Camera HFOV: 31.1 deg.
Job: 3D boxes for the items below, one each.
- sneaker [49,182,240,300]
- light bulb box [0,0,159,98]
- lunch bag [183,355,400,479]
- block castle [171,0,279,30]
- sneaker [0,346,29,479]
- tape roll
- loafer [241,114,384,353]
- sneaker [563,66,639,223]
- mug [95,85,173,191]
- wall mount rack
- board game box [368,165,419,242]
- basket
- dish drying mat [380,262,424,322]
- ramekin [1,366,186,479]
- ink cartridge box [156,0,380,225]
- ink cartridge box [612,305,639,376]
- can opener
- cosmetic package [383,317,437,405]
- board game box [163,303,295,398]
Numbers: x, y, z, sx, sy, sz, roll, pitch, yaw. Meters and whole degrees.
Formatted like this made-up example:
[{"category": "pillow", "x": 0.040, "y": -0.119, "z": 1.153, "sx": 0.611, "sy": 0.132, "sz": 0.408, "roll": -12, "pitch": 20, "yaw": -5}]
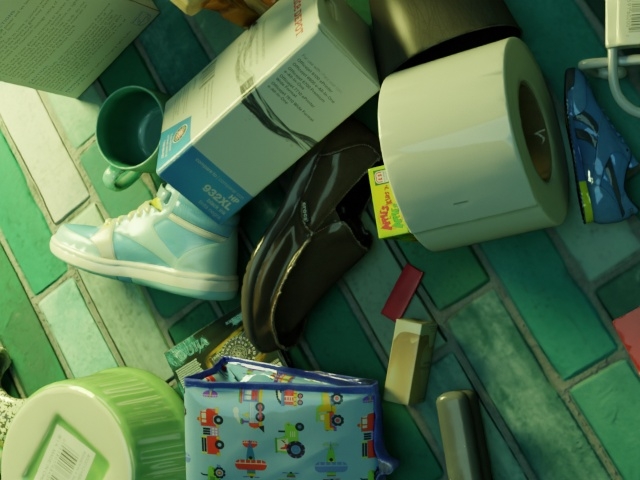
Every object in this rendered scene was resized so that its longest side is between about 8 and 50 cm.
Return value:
[{"category": "sneaker", "x": -0.257, "y": -0.037, "z": 1.760, "sx": 0.319, "sy": 0.127, "sz": 0.208, "roll": 12, "pitch": 95, "yaw": 17}, {"category": "light bulb box", "x": -0.503, "y": -0.438, "z": 1.764, "sx": 0.225, "sy": 0.361, "sz": 0.358, "roll": -43, "pitch": 70, "yaw": 19}, {"category": "lunch bag", "x": -0.034, "y": 0.296, "z": 1.617, "sx": 0.293, "sy": 0.138, "sz": 0.221, "roll": 4, "pitch": 101, "yaw": 22}, {"category": "block castle", "x": -0.091, "y": -0.526, "z": 1.599, "sx": 0.213, "sy": 0.303, "sz": 0.453, "roll": 42, "pitch": 106, "yaw": 15}, {"category": "sneaker", "x": -0.604, "y": 0.247, "z": 1.941, "sx": 0.410, "sy": 0.158, "sz": 0.182, "roll": 31, "pitch": 70, "yaw": 26}, {"category": "tape roll", "x": 0.199, "y": -0.119, "z": 1.468, "sx": 0.169, "sy": 0.246, "sz": 0.246, "roll": -13, "pitch": 82, "yaw": 26}, {"category": "loafer", "x": 0.000, "y": 0.000, "z": 1.622, "sx": 0.130, "sy": 0.134, "sz": 0.366, "roll": 24, "pitch": 98, "yaw": 24}, {"category": "sneaker", "x": 0.363, "y": -0.125, "z": 1.490, "sx": 0.082, "sy": 0.069, "sz": 0.209, "roll": -11, "pitch": 83, "yaw": 12}, {"category": "mug", "x": -0.278, "y": -0.163, "z": 1.788, "sx": 0.158, "sy": 0.097, "sz": 0.129, "roll": -29, "pitch": 76, "yaw": 23}, {"category": "wall mount rack", "x": 0.473, "y": -0.318, "z": 1.411, "sx": 0.304, "sy": 0.130, "sz": 0.350, "roll": 1, "pitch": 88, "yaw": 30}, {"category": "board game box", "x": 0.126, "y": -0.047, "z": 1.535, "sx": 0.043, "sy": 0.181, "sz": 0.092, "roll": -12, "pitch": 82, "yaw": 26}, {"category": "basket", "x": 0.141, "y": -0.342, "z": 1.562, "sx": 0.204, "sy": 0.154, "sz": 0.226, "roll": -25, "pitch": 74, "yaw": 26}, {"category": "dish drying mat", "x": 0.116, "y": 0.075, "z": 1.632, "sx": 0.032, "sy": 0.008, "sz": 0.083, "roll": 31, "pitch": 103, "yaw": 25}, {"category": "ramekin", "x": -0.344, "y": 0.347, "z": 1.761, "sx": 0.303, "sy": 0.148, "sz": 0.303, "roll": -2, "pitch": 86, "yaw": 30}, {"category": "ink cartridge box", "x": -0.075, "y": -0.202, "z": 1.611, "sx": 0.307, "sy": 0.223, "sz": 0.129, "roll": -39, "pitch": 116, "yaw": 20}, {"category": "ink cartridge box", "x": 0.485, "y": 0.160, "z": 1.421, "sx": 0.181, "sy": 0.056, "sz": 0.224, "roll": -32, "pitch": 76, "yaw": 22}, {"category": "can opener", "x": 0.183, "y": 0.347, "z": 1.550, "sx": 0.095, "sy": 0.076, "sz": 0.283, "roll": -13, "pitch": 81, "yaw": 25}, {"category": "cosmetic package", "x": 0.125, "y": 0.167, "z": 1.595, "sx": 0.041, "sy": 0.060, "sz": 0.115, "roll": 11, "pitch": 94, "yaw": 28}, {"category": "board game box", "x": -0.140, "y": 0.181, "z": 1.745, "sx": 0.186, "sy": 0.026, "sz": 0.126, "roll": -32, "pitch": 74, "yaw": 22}]
